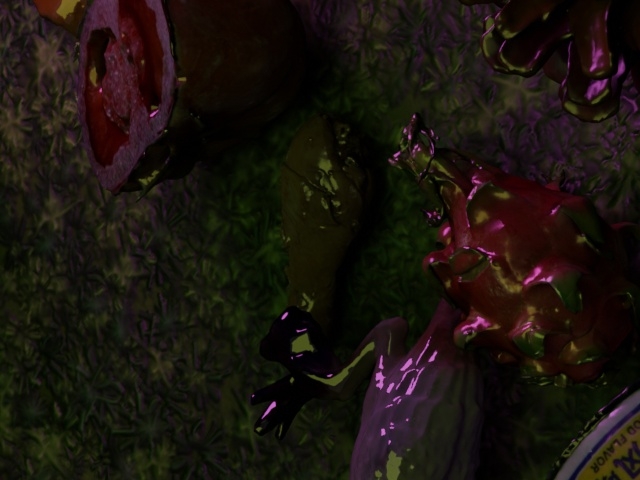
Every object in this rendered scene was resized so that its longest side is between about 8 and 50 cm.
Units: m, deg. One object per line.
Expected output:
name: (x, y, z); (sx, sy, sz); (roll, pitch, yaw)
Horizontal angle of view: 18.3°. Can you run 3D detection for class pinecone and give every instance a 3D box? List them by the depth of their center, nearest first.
pinecone: (0.198, -0.195, 1.285); (0.264, 0.264, 0.264); (0, 90, 37)

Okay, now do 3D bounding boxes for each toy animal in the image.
toy animal: (0.057, 0.167, 1.412); (0.195, 0.090, 0.324); (-40, 48, 22)

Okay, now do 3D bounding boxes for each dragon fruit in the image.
dragon fruit: (0.138, 0.002, 1.401); (0.135, 0.137, 0.236); (-49, 61, 23)

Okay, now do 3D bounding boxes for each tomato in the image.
tomato: (-0.092, -0.139, 1.557); (0.214, 0.155, 0.181); (-40, 64, 59)

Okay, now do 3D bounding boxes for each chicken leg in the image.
chicken leg: (-0.002, 0.000, 1.549); (0.085, 0.069, 0.198); (20, 108, 37)

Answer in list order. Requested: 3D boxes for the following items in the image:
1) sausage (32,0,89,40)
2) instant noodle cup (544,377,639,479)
sausage: (-0.130, -0.278, 1.618); (0.109, 0.109, 0.270); (48, 116, 27)
instant noodle cup: (0.295, 0.234, 1.219); (0.312, 0.284, 0.284); (49, 117, 35)
